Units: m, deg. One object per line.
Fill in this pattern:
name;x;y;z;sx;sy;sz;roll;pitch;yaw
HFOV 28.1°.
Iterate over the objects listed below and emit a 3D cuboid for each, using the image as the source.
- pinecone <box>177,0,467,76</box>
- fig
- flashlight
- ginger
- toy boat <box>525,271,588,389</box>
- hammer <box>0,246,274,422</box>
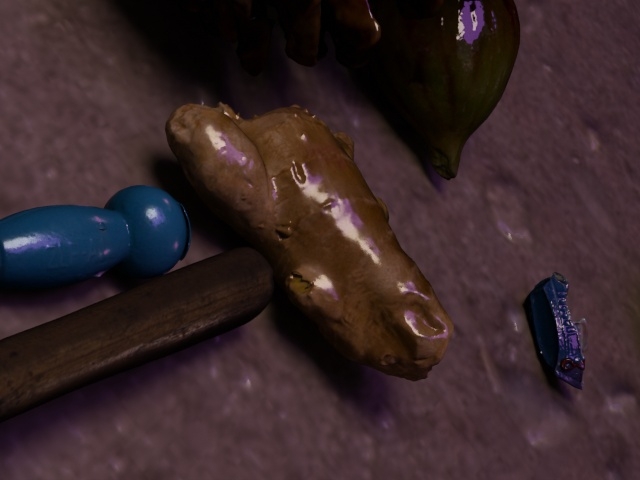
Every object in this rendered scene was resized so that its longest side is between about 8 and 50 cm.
pinecone;0.008;-0.221;0.751;0.309;0.244;0.244;-16;74;-16
fig;0.081;-0.119;0.883;0.103;0.109;0.155;6;88;-58
flashlight;-0.122;0.000;0.642;0.129;0.051;0.051;-10;72;-46
ginger;0.000;-0.009;0.744;0.205;0.081;0.115;49;11;-4
toy boat;0.168;0.063;0.883;0.038;0.038;0.083;7;64;-40
hammer;-0.151;0.069;0.521;0.440;0.168;0.044;-22;84;-56
